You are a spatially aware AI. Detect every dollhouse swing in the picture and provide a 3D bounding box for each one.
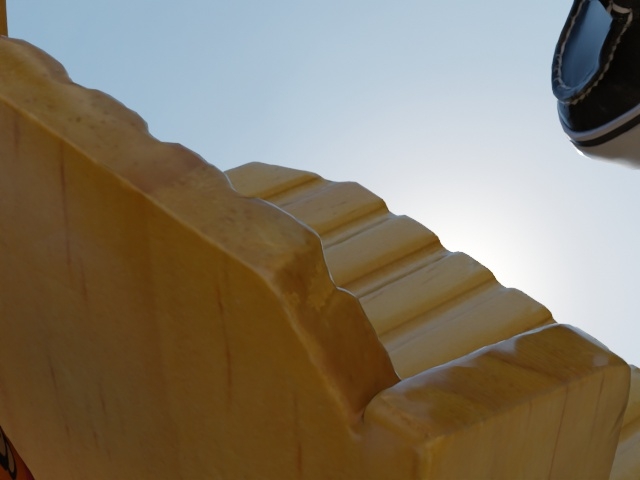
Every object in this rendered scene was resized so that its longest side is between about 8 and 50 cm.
[{"bbox_3d":[0.000,0.000,0.804,0.305,0.347,0.315,-35,-34,-34],"label":"dollhouse swing"}]

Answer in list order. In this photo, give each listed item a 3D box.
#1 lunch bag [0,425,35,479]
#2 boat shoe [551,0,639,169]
[{"bbox_3d":[-0.251,0.130,0.578,0.258,0.293,0.120,-73,-22,-43],"label":"lunch bag"},{"bbox_3d":[0.131,-0.136,0.710,0.306,0.105,0.113,119,156,-58],"label":"boat shoe"}]
